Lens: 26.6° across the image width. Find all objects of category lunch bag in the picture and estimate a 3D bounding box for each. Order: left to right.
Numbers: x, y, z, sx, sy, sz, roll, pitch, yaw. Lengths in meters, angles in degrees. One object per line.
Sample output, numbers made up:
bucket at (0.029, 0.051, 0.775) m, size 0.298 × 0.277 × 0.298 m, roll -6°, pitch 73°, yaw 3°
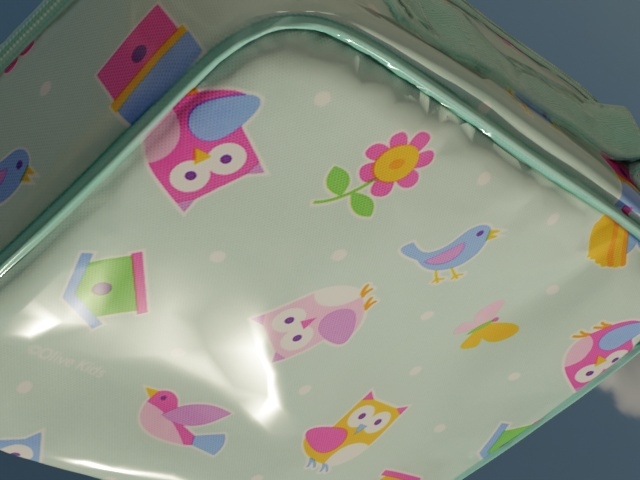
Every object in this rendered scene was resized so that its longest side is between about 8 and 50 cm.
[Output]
lunch bag at (0.000, 0.000, 0.511) m, size 0.279 × 0.224 × 0.108 m, roll 27°, pitch -152°, yaw -44°
